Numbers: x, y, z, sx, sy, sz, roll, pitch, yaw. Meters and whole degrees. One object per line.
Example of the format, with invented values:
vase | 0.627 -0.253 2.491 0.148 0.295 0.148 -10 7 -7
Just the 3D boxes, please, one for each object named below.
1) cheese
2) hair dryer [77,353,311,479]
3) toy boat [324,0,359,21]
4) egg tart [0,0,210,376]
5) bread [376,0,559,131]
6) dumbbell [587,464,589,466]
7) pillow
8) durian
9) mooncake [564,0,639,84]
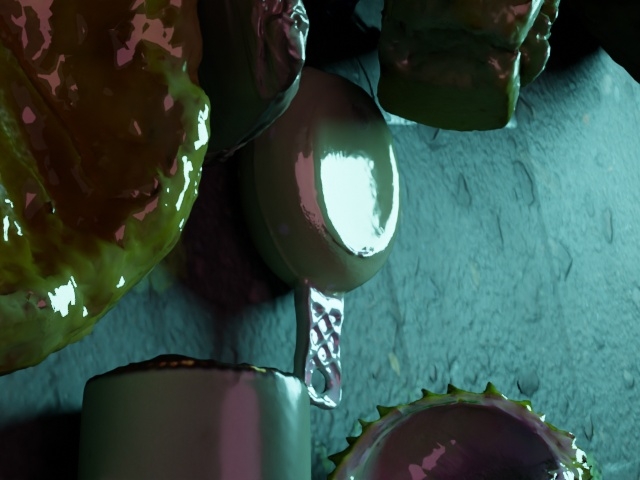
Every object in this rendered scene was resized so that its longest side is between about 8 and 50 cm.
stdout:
cheese | 0.000 0.000 0.956 0.137 0.064 0.227 23 62 -45
hair dryer | -0.154 0.147 0.678 0.362 0.128 0.203 16 67 -41
toy boat | -0.041 -0.269 0.965 0.115 0.114 0.262 -44 111 -16
egg tart | -0.202 -0.118 0.651 0.388 0.169 0.388 18 67 -51
bread | 0.105 -0.171 1.008 0.257 0.124 0.186 -77 180 -56
dumbbell | 0.184 0.178 1.153 0.083 0.036 0.040 40 49 -38
pillow | -0.075 -0.187 0.843 0.067 0.173 0.270 -13 88 -25
durian | 0.070 0.200 0.930 0.186 0.154 0.260 53 40 6
mooncake | 0.368 -0.295 1.326 0.187 0.324 0.324 35 52 -33
